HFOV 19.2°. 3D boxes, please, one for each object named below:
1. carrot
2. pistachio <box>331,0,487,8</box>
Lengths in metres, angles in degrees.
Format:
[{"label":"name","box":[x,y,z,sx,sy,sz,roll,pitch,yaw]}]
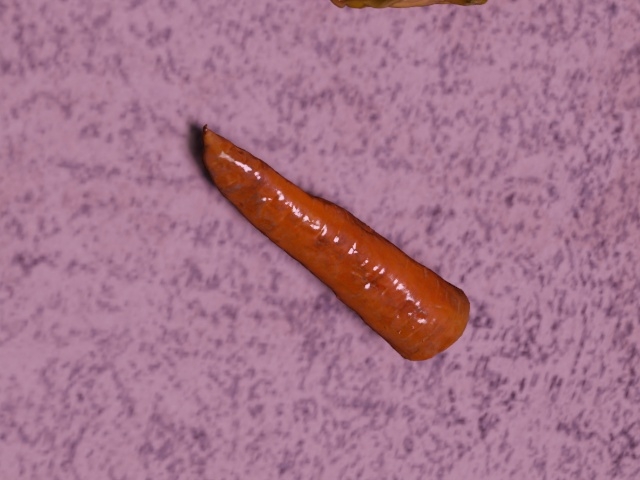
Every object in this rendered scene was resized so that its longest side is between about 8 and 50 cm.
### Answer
[{"label":"carrot","box":[0.000,0.000,1.136,0.224,0.057,0.057,37,88,-35]},{"label":"pistachio","box":[0.068,-0.175,1.103,0.173,0.049,0.090,-27,98,-19]}]
